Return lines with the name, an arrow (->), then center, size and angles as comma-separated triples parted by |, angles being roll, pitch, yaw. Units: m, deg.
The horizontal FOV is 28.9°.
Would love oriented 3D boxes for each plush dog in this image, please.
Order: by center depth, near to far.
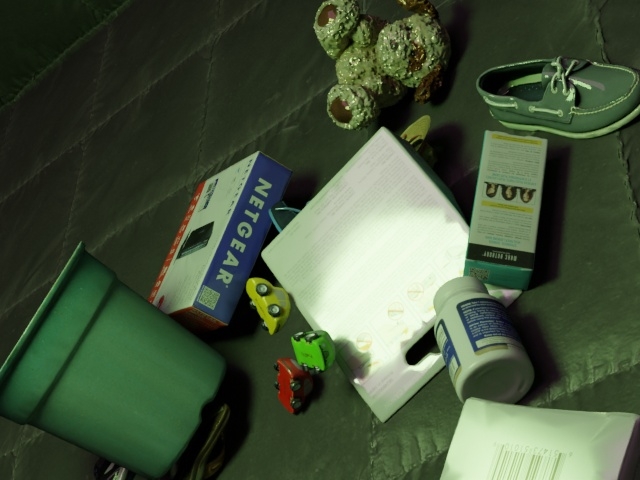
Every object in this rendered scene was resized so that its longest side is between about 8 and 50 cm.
plush dog -> 0.136, -0.333, 2.301 | 0.225, 0.210, 0.262 | -14, 76, 27

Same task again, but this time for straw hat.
straw hat -> 0.169, -0.144, 2.149 | 0.144, 0.061, 0.144 | -50, 16, 20

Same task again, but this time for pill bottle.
pill bottle -> 0.223, 0.140, 1.763 | 0.112, 0.112, 0.187 | -41, 36, 20

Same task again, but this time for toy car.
toy car -> -0.029, 0.170, 1.989 | 0.053, 0.239, 0.225 | -21, 10, -25

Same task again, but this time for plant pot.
plant pot -> -0.366, 0.230, 2.175 | 0.341, 0.334, 0.341 | -56, 10, 15

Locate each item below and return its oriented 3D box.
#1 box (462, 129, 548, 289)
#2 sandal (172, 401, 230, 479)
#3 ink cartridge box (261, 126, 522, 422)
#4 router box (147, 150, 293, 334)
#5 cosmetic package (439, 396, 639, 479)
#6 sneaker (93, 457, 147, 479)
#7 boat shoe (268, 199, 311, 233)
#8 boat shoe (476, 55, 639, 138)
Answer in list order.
box -> 0.280, -0.049, 1.873 | 0.100, 0.060, 0.244 | 9, 58, 7
sandal -> -0.199, 0.381, 2.145 | 0.090, 0.060, 0.219 | 23, 93, 63
ink cartridge box -> 0.117, 0.054, 1.993 | 0.308, 0.091, 0.385 | -45, 59, 14
router box -> -0.207, 0.017, 2.402 | 0.301, 0.082, 0.335 | -22, 42, 60
cosmetic package -> 0.314, 0.311, 1.239 | 0.217, 0.385, 0.156 | -1, 61, 49
sneaker -> -0.396, 0.475, 2.295 | 0.121, 0.079, 0.217 | 1, 53, 56
boat shoe -> 0.000, 0.000, 2.219 | 0.089, 0.109, 0.258 | -45, 49, 3
boat shoe -> 0.371, -0.232, 1.934 | 0.319, 0.099, 0.116 | 5, 64, 54
